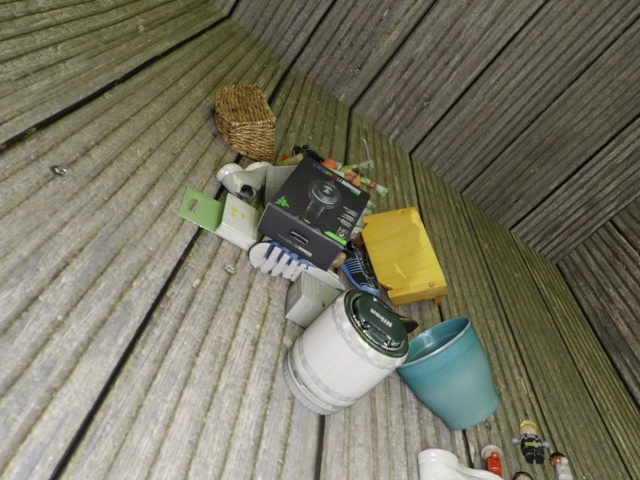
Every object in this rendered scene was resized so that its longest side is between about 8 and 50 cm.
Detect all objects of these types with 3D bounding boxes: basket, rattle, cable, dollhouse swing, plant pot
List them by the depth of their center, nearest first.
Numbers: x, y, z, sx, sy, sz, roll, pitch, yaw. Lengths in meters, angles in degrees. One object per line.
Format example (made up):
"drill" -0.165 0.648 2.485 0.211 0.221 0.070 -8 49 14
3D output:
"plant pot" 0.390 0.408 1.512 0.255 0.271 0.271 59 29 2
"dollhouse swing" 0.322 0.101 1.999 0.315 0.305 0.347 -11 62 -10
"basket" -0.313 -0.457 2.028 0.213 0.223 0.299 -10 49 -16
"rattle" -0.110 -0.289 2.073 0.143 0.130 0.199 47 -1 -13
"cable" -0.043 -0.373 2.301 0.150 0.047 0.184 -4 52 -54

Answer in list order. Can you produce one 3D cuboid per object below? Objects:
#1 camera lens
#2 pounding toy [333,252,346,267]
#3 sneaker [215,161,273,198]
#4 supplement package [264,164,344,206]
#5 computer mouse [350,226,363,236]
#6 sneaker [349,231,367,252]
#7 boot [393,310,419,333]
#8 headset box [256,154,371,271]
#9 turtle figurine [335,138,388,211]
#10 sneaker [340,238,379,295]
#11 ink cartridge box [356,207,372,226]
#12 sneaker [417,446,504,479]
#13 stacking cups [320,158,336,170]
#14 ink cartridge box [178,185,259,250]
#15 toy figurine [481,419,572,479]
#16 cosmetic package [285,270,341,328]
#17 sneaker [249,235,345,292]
"camera lens" 0.063 0.272 1.244 0.219 0.274 0.219 31 28 -19
"pounding toy" 0.000 0.000 1.693 0.269 0.154 0.155 25 31 -28
"sneaker" -0.240 -0.200 1.762 0.262 0.099 0.121 -15 68 -50
"supplement package" -0.055 -0.178 1.779 0.203 0.149 0.194 4 1 37
"computer mouse" 0.184 -0.023 2.085 0.193 0.042 0.106 8 43 -47
"sneaker" 0.191 0.019 2.009 0.188 0.066 0.071 14 39 -41
"boot" 0.240 0.249 1.733 0.198 0.077 0.137 16 31 -41
"headset box" -0.020 -0.079 1.503 0.246 0.131 0.283 32 46 0
"turtle figurine" 0.175 -0.257 2.261 0.266 0.274 0.198 37 61 -17
"sneaker" 0.138 0.092 1.776 0.081 0.090 0.232 4 36 -49
"ink cartridge box" 0.106 -0.124 2.068 0.175 0.072 0.127 8 24 -47
"sneaker" 0.368 0.652 1.294 0.305 0.114 0.152 29 43 -14
"stacking cups" -0.003 -0.244 2.083 0.096 0.096 0.316 38 32 -7
"ink cartridge box" -0.302 -0.084 1.540 0.235 0.056 0.171 31 29 -23
"toy figurine" 0.594 0.651 1.448 0.213 0.209 0.148 41 21 -2
"cosmetic package" 0.021 0.208 1.474 0.238 0.107 0.127 28 27 -18
"sneaker" -0.058 0.057 1.565 0.315 0.127 0.182 32 31 -14
